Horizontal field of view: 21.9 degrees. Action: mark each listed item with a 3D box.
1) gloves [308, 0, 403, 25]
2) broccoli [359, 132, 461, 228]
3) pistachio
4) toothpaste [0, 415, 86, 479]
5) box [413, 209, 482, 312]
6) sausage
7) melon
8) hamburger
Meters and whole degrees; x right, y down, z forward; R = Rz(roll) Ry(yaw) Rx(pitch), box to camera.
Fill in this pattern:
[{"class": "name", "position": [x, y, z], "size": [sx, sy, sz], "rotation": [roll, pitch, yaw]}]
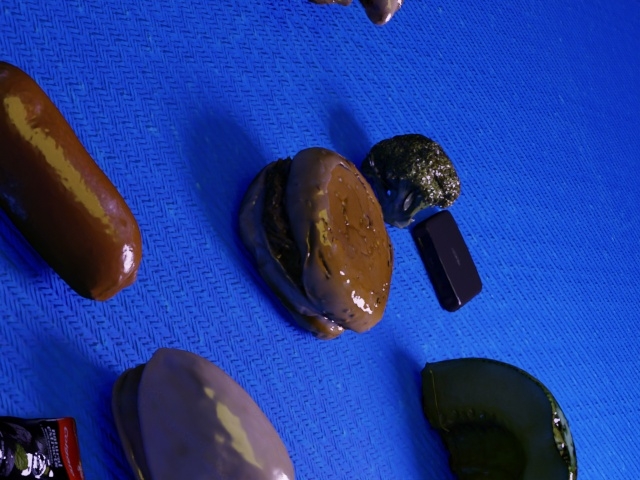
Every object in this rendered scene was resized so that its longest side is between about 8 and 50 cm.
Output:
[{"class": "gloves", "position": [0.031, -0.386, 2.098], "size": [0.356, 0.155, 0.203], "rotation": [-86, 154, -68]}, {"class": "broccoli", "position": [0.112, -0.074, 2.078], "size": [0.131, 0.130, 0.120], "rotation": [-104, -143, -89]}, {"class": "pistachio", "position": [-0.102, 0.189, 1.463], "size": [0.200, 0.117, 0.145], "rotation": [57, 33, -20]}, {"class": "toothpaste", "position": [-0.240, 0.166, 1.310], "size": [0.193, 0.045, 0.071], "rotation": [23, 51, -63]}, {"class": "box", "position": [0.170, 0.026, 2.207], "size": [0.126, 0.027, 0.125], "rotation": [67, 24, -1]}, {"class": "sausage", "position": [-0.233, -0.049, 1.424], "size": [0.238, 0.098, 0.098], "rotation": [57, 28, -20]}, {"class": "melon", "position": [0.238, 0.262, 1.993], "size": [0.129, 0.169, 0.265], "rotation": [20, 55, -56]}, {"class": "hamburger", "position": [0.000, 0.001, 1.818], "size": [0.214, 0.108, 0.214], "rotation": [47, 34, -46]}]
